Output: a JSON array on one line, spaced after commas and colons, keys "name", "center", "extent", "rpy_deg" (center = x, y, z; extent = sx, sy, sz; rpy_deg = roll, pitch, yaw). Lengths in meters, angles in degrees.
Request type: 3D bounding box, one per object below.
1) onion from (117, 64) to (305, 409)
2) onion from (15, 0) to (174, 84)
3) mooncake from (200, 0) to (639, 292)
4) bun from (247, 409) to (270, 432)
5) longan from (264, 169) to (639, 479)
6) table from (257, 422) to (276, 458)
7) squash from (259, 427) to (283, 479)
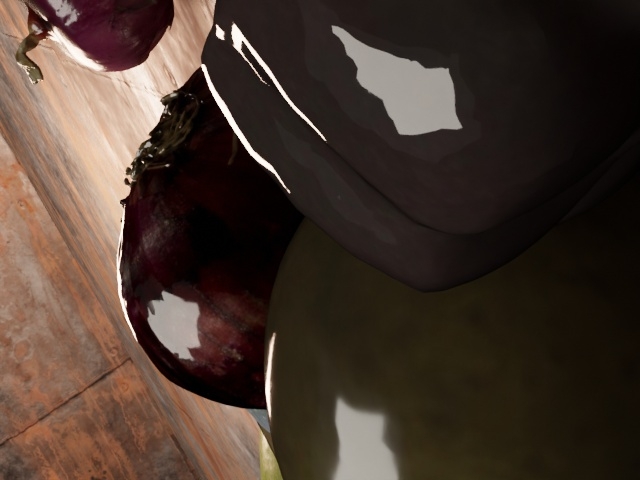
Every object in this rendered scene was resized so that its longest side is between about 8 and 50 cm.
[{"name": "onion", "center": [-0.016, -0.011, 0.775], "extent": [0.221, 0.281, 0.281], "rpy_deg": [-40, 82, 39]}, {"name": "onion", "center": [-0.218, -0.237, 1.121], "extent": [0.177, 0.153, 0.177], "rpy_deg": [44, 146, 41]}, {"name": "mooncake", "center": [0.079, -0.091, 0.422], "extent": [0.133, 0.245, 0.245], "rpy_deg": [50, 162, 13]}, {"name": "bun", "center": [-0.030, 0.109, 1.060], "extent": [0.141, 0.083, 0.141], "rpy_deg": [45, 155, 27]}, {"name": "longan", "center": [0.084, 0.058, 0.602], "extent": [0.246, 0.246, 0.215], "rpy_deg": [61, -172, -13]}, {"name": "table", "center": [-0.027, 0.163, 1.332], "extent": [0.226, 0.167, 0.167], "rpy_deg": [60, 165, 21]}, {"name": "squash", "center": [0.015, 0.238, 1.543], "extent": [0.189, 0.189, 0.260], "rpy_deg": [144, 128, -73]}]
